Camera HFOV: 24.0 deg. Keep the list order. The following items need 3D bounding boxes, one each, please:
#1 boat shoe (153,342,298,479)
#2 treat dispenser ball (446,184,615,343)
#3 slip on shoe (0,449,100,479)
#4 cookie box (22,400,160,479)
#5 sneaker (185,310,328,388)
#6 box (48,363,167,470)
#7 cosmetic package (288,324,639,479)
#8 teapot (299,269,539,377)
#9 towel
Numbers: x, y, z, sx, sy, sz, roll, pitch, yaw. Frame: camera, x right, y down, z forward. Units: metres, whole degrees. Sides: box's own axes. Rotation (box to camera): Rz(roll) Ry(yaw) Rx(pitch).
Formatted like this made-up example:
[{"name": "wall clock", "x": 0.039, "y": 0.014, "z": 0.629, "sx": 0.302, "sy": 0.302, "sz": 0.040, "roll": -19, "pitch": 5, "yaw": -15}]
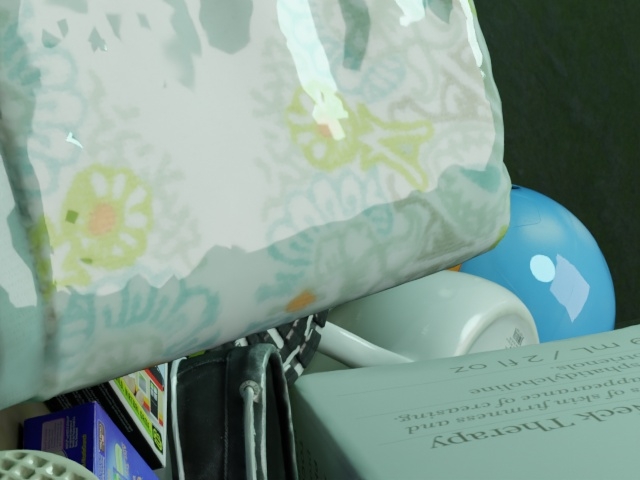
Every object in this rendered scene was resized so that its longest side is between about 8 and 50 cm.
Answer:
[{"name": "boat shoe", "x": -0.030, "y": 0.210, "z": 0.844, "sx": 0.113, "sy": 0.105, "sz": 0.306, "roll": 49, "pitch": 29, "yaw": -69}, {"name": "treat dispenser ball", "x": 0.192, "y": 0.077, "z": 1.722, "sx": 0.288, "sy": 0.288, "sz": 0.288, "roll": -14, "pitch": 90, "yaw": -80}, {"name": "slip on shoe", "x": -0.099, "y": 0.225, "z": 0.495, "sx": 0.101, "sy": 0.123, "sz": 0.331, "roll": 117, "pitch": -34, "yaw": -52}, {"name": "cookie box", "x": -0.103, "y": 0.144, "z": 0.716, "sx": 0.107, "sy": 0.040, "sz": 0.092, "roll": 64, "pitch": 16, "yaw": -50}, {"name": "sneaker", "x": -0.054, "y": -0.005, "z": 1.020, "sx": 0.111, "sy": 0.121, "sz": 0.300, "roll": 68, "pitch": 32, "yaw": -43}, {"name": "box", "x": -0.130, "y": 0.016, "z": 0.755, "sx": 0.207, "sy": 0.036, "sz": 0.114, "roll": 66, "pitch": 14, "yaw": -44}, {"name": "cosmetic package", "x": 0.189, "y": 0.264, "z": 0.914, "sx": 0.394, "sy": 0.329, "sz": 0.327, "roll": -141, "pitch": -136, "yaw": -71}, {"name": "teapot", "x": 0.050, "y": 0.130, "z": 1.210, "sx": 0.252, "sy": 0.187, "sz": 0.256, "roll": -33, "pitch": 130, "yaw": -51}, {"name": "towel", "x": -0.068, "y": -0.142, "z": 0.663, "sx": 0.320, "sy": 0.090, "sz": 0.374, "roll": -16, "pitch": 93, "yaw": -39}]
